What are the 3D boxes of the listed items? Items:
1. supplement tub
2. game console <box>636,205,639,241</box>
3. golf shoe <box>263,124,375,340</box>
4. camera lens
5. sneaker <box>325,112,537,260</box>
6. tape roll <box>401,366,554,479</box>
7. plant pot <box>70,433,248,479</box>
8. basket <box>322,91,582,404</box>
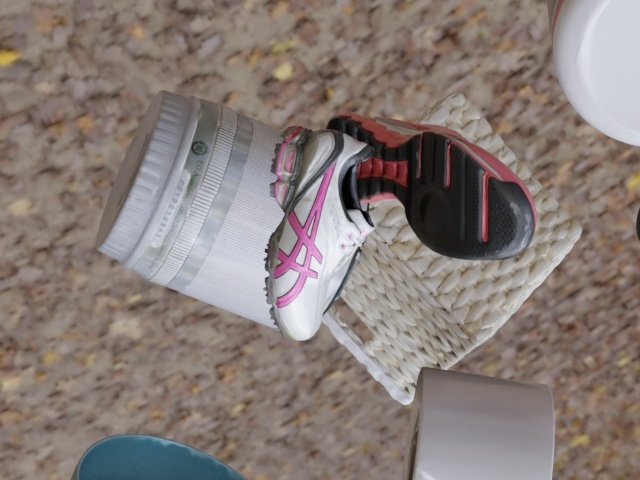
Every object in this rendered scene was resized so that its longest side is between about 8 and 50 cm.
[{"bbox_3d":[0.303,-0.220,1.143,0.191,0.272,0.191,3,120,6],"label":"supplement tub"},{"bbox_3d":[0.613,-0.131,1.793,0.060,0.342,0.386,16,179,-22],"label":"game console"},{"bbox_3d":[0.000,0.000,1.047,0.067,0.085,0.186,-37,134,-66],"label":"golf shoe"},{"bbox_3d":[-0.096,-0.030,1.451,0.274,0.219,0.219,22,132,-16],"label":"camera lens"},{"bbox_3d":[0.132,-0.073,1.275,0.136,0.314,0.116,-9,114,-31],"label":"sneaker"},{"bbox_3d":[0.198,0.295,1.620,0.169,0.246,0.246,7,150,2],"label":"tape roll"},{"bbox_3d":[-0.191,0.394,1.452,0.290,0.290,0.195,8,118,-51],"label":"plant pot"},{"bbox_3d":[0.170,0.007,1.928,0.331,0.328,0.266,-40,177,-35],"label":"basket"}]
